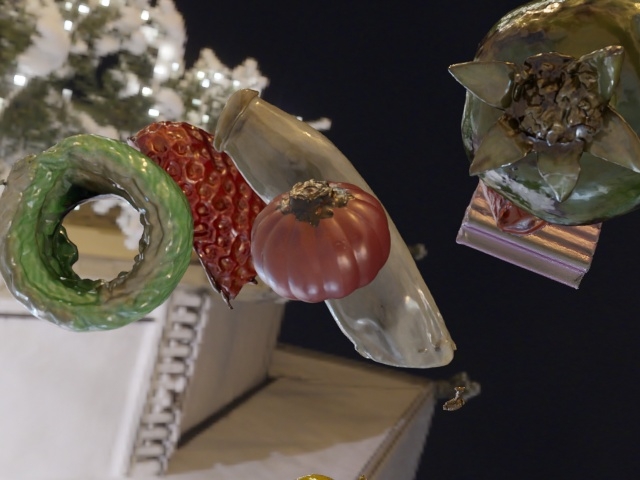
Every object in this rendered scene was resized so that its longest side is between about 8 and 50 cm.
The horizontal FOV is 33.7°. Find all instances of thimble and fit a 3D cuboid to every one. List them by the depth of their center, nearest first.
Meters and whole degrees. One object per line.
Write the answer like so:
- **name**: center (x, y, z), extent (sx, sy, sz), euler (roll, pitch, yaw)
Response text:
- **thimble**: center (-0.249, -0.009, 1.165), extent (0.150, 0.219, 0.219), euler (-162, -100, -86)

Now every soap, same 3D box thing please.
- **soap**: center (0.321, -0.017, 1.623), extent (0.203, 0.122, 0.065), euler (22, -42, 7)

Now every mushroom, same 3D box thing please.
- **mushroom**: center (0.018, -0.008, 1.083), extent (0.109, 0.097, 0.351), euler (-33, -86, 22)

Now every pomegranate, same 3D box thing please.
- **pomegranate**: center (0.143, -0.068, 0.593), extent (0.148, 0.169, 0.148), euler (14, -59, 25)

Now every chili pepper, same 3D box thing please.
- **chili pepper**: center (0.244, -0.090, 1.347), extent (0.086, 0.084, 0.192), euler (-12, -139, 4)

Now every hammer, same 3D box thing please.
- **hammer**: center (0.164, 0.189, 1.267), extent (0.029, 0.123, 0.014), euler (-19, -107, -3)

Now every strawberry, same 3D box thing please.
- **strawberry**: center (-0.151, -0.075, 1.544), extent (0.150, 0.280, 0.253), euler (-28, -160, 0)

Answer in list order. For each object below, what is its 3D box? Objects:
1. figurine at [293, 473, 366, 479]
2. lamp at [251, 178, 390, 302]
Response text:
- **figurine**: center (-0.046, 0.344, 1.128), extent (0.234, 0.127, 0.185), euler (-9, -148, 13)
- **lamp**: center (0.000, 0.000, 0.799), extent (0.107, 0.107, 0.092), euler (28, -40, 46)
